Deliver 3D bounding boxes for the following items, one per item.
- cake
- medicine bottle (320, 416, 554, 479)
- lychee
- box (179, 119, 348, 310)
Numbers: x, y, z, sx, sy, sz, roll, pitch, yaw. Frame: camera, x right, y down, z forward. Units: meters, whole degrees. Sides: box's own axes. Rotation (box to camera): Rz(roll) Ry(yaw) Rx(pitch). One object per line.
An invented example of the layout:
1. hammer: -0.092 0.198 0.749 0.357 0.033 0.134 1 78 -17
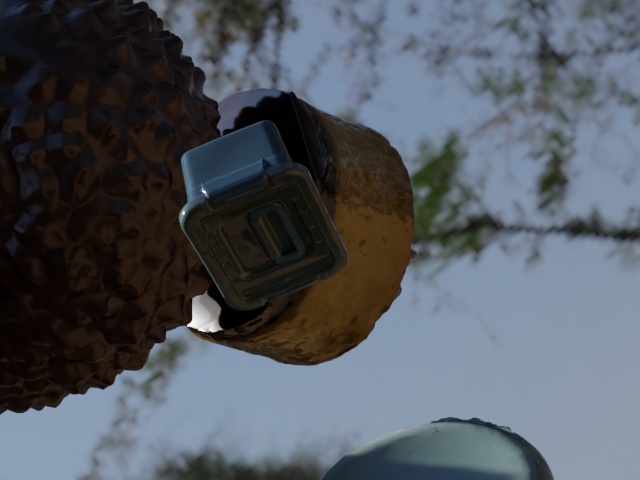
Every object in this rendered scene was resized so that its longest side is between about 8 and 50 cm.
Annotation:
1. cake: 0.000 0.000 1.439 0.178 0.185 0.207 15 -16 -34
2. medicine bottle: 0.072 0.195 1.044 0.135 0.135 0.168 -27 -59 -21
3. lychee: -0.202 -0.040 1.305 0.306 0.306 0.330 -43 8 29
4. box: -0.034 -0.017 1.091 0.074 0.054 0.099 -21 -41 5
